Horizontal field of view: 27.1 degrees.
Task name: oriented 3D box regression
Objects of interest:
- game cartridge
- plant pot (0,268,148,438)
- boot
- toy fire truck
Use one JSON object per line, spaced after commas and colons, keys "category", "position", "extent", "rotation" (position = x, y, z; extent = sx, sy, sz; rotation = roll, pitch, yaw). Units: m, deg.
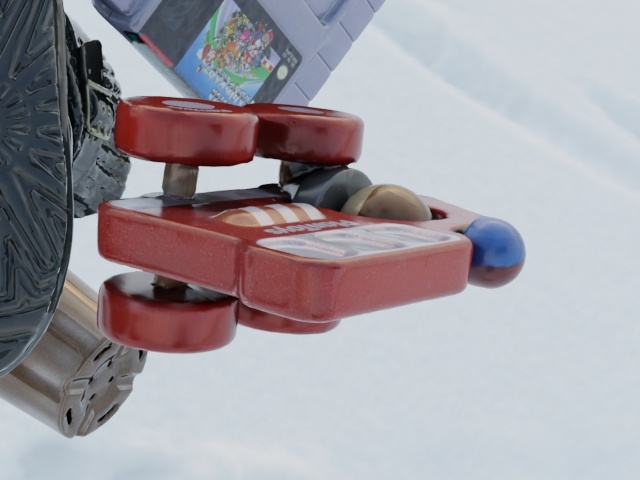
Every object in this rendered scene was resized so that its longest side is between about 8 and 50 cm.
{"category": "game cartridge", "position": [-0.063, -0.228, 1.166], "extent": [0.068, 0.355, 0.230], "rotation": [29, 83, 28]}
{"category": "plant pot", "position": [-0.266, 0.096, 1.284], "extent": [0.165, 0.167, 0.167], "rotation": [31, 44, 20]}
{"category": "boot", "position": [-0.227, -0.044, 1.011], "extent": [0.131, 0.260, 0.348], "rotation": [4, 74, 1]}
{"category": "toy fire truck", "position": [0.000, 0.000, 0.936], "extent": [0.254, 0.169, 0.302], "rotation": [16, 13, 38]}
